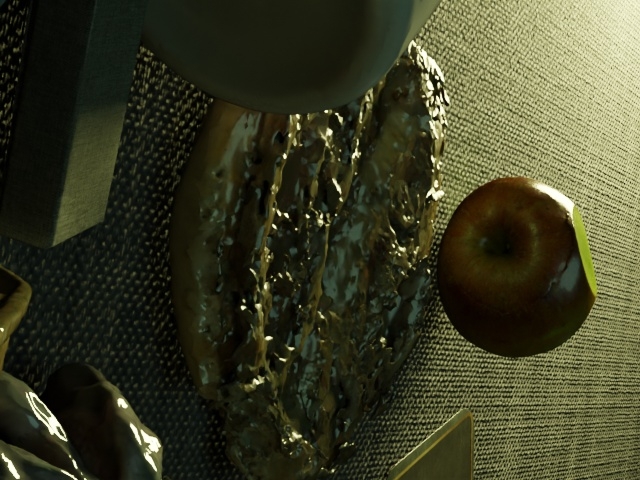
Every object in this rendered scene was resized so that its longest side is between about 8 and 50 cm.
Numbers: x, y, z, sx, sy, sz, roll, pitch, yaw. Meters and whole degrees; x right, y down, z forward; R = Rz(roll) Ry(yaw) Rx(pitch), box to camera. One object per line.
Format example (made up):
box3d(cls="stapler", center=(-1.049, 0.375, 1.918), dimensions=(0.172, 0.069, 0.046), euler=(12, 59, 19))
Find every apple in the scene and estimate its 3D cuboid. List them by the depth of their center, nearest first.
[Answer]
box3d(cls="apple", center=(0.185, 0.030, 1.359), dimensions=(0.147, 0.146, 0.163), euler=(38, 39, -58))

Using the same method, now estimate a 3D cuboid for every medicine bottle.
box3d(cls="medicine bottle", center=(0.028, -0.263, 0.919), dimensions=(0.371, 0.211, 0.211), euler=(-57, 143, -41))

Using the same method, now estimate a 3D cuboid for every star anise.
box3d(cls="star anise", center=(-0.105, 0.189, 0.736), dimensions=(0.359, 0.139, 0.316), euler=(45, 29, -36))

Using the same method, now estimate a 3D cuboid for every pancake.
box3d(cls="pancake", center=(0.001, 0.000, 1.078), dimensions=(0.382, 0.071, 0.382), euler=(-26, 120, -58))

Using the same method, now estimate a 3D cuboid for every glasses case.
box3d(cls="glasses case", center=(-0.131, -0.102, 0.769), dimensions=(0.071, 0.047, 0.205), euler=(-39, 146, -68))

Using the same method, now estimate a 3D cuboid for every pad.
box3d(cls="pad", center=(0.116, 0.381, 1.398), dimensions=(0.315, 0.063, 0.375), euler=(-25, 118, -58))

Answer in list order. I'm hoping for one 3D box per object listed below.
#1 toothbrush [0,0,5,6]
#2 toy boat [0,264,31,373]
box3d(cls="toothbrush", center=(-0.176, -0.095, 0.667), dimensions=(0.375, 0.028, 0.037), euler=(-72, 167, -53))
box3d(cls="toy boat", center=(-0.194, 0.037, 0.645), dimensions=(0.188, 0.116, 0.061), euler=(-121, -134, -80))
